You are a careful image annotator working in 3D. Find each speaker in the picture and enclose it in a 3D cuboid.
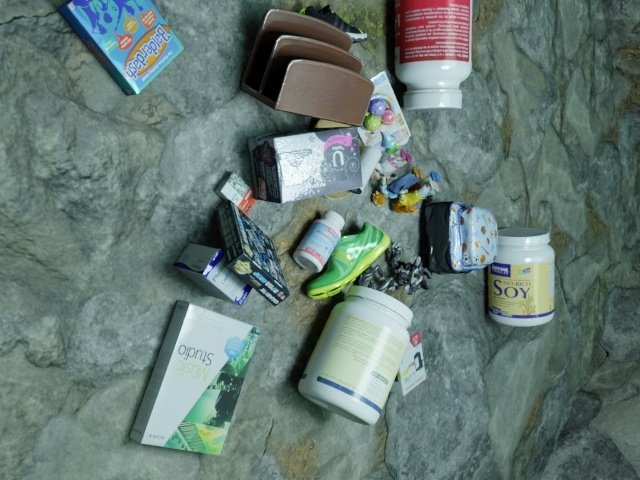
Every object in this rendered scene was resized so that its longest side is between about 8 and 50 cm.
[{"bbox_3d":[0.121,-0.200,1.785,0.055,0.055,0.136,45,63,-38],"label":"speaker"}]

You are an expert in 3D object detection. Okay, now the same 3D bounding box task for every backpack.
[{"bbox_3d":[0.473,-0.011,2.112,0.263,0.213,0.277,1,91,-56],"label":"backpack"}]

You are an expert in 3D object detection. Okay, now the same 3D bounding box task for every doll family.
[{"bbox_3d":[0.244,-0.153,1.896,0.262,0.163,0.119,26,45,-43],"label":"doll family"}]

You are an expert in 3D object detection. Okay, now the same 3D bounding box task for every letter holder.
[{"bbox_3d":[-0.009,-0.423,1.556,0.301,0.152,0.215,1,118,-45],"label":"letter holder"}]

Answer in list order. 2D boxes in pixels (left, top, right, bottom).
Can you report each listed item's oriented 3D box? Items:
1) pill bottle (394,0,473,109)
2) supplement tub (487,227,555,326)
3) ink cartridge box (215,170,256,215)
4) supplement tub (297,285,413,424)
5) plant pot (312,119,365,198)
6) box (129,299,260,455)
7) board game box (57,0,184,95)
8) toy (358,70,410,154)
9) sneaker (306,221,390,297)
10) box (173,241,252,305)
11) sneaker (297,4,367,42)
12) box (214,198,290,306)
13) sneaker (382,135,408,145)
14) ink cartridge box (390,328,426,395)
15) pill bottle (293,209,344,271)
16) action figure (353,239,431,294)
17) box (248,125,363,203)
[{"bbox_3d":[0.333,-0.594,1.875,0.229,0.229,0.408,-8,100,-44],"label":"pill bottle"},{"bbox_3d":[0.748,0.132,2.368,0.241,0.241,0.332,-14,104,-43],"label":"supplement tub"},{"bbox_3d":[-0.198,-0.108,1.539,0.115,0.029,0.063,48,62,-37],"label":"ink cartridge box"},{"bbox_3d":[0.104,0.313,1.746,0.235,0.235,0.325,42,66,-40],"label":"supplement tub"},{"bbox_3d":[0.037,-0.233,1.759,0.236,0.032,0.237,-6,98,-44],"label":"plant pot"},{"bbox_3d":[-0.284,0.326,1.484,0.232,0.058,0.322,28,76,-43],"label":"box"},{"bbox_3d":[-0.398,-0.428,1.288,0.160,0.047,0.210,-56,130,-25],"label":"board game box"},{"bbox_3d":[0.169,-0.334,1.767,0.136,0.056,0.237,-33,135,0],"label":"toy"},{"bbox_3d":[0.062,0.057,1.784,0.295,0.109,0.123,-39,80,-23],"label":"sneaker"},{"bbox_3d":[-0.241,0.075,1.448,0.137,0.126,0.072,47,65,-38],"label":"box"},{"bbox_3d":[0.038,-0.575,1.683,0.234,0.084,0.097,-10,101,-44],"label":"sneaker"},{"bbox_3d":[-0.159,0.027,1.473,0.051,0.220,0.175,-36,129,10],"label":"box"},{"bbox_3d":[0.196,-0.341,1.869,0.237,0.086,0.085,25,76,-45],"label":"sneaker"},{"bbox_3d":[0.266,0.387,2.032,0.127,0.072,0.175,-25,112,-41],"label":"ink cartridge box"},{"bbox_3d":[0.000,0.000,1.709,0.087,0.087,0.160,50,61,-36],"label":"pill bottle"},{"bbox_3d":[0.237,0.096,1.910,0.275,0.164,0.141,-16,139,-35],"label":"action figure"},{"bbox_3d":[-0.034,-0.194,1.584,0.247,0.142,0.164,-14,105,-32],"label":"box"}]
